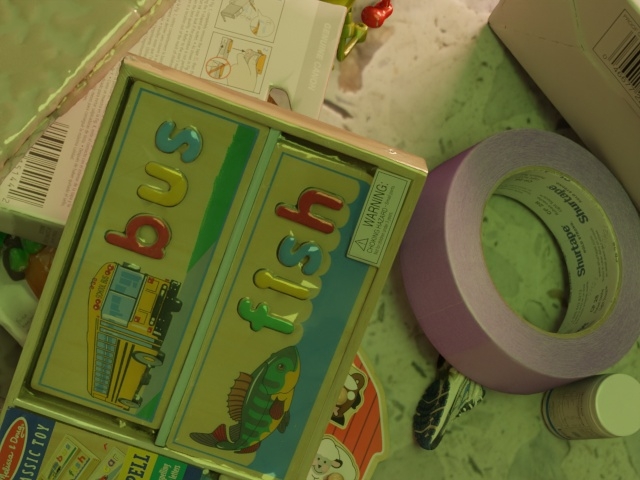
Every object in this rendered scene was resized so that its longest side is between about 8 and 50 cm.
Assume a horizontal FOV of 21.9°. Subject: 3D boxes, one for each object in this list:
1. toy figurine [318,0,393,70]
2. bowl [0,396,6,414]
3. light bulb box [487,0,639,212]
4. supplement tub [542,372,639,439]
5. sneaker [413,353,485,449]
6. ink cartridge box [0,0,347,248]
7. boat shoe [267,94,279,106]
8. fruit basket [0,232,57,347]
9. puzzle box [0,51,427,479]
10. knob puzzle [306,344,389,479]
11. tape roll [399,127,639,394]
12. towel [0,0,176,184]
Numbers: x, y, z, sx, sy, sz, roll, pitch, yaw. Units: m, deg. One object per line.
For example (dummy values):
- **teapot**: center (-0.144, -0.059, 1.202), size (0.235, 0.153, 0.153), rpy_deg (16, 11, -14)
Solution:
- **toy figurine**: center (-0.005, -0.346, 1.739), size (0.217, 0.191, 0.362), rpy_deg (31, 57, 15)
- **bowl**: center (-0.339, 0.210, 1.518), size (0.142, 0.053, 0.142), rpy_deg (-2, 82, -25)
- **light bulb box**: center (0.450, -0.238, 1.828), size (0.361, 0.225, 0.358), rpy_deg (-32, 79, -26)
- **supplement tub**: center (0.296, 0.181, 1.798), size (0.071, 0.107, 0.071), rpy_deg (4, 80, -25)
- **sneaker**: center (0.147, 0.166, 1.761), size (0.058, 0.052, 0.135), rpy_deg (33, 70, -22)
- **ink cartridge box**: center (-0.136, -0.115, 1.509), size (0.261, 0.066, 0.296), rpy_deg (17, 66, -5)
- **boat shoe**: center (-0.088, -0.135, 1.691), size (0.170, 0.059, 0.063), rpy_deg (53, 23, -9)
- **fruit basket**: center (-0.203, -0.052, 1.565), size (0.353, 0.165, 0.327), rpy_deg (49, 65, -8)
- **puzzle box**: center (-0.106, 0.073, 1.416), size (0.272, 0.052, 0.408), rpy_deg (19, 105, -5)
- **knob puzzle**: center (-0.005, 0.177, 1.697), size (0.213, 0.030, 0.213), rpy_deg (4, 80, -25)
- **tape roll**: center (0.222, 0.022, 1.772), size (0.275, 0.090, 0.274), rpy_deg (11, 69, -29)
- **towel**: center (-0.306, -0.234, 1.488), size (0.332, 0.053, 0.317), rpy_deg (34, 74, 23)
